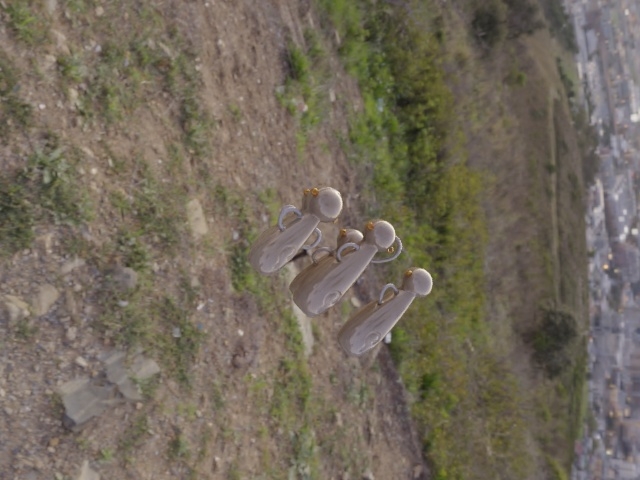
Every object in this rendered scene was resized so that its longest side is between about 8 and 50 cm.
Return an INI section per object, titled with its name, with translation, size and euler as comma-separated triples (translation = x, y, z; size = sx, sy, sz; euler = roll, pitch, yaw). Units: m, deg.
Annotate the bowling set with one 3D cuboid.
[bowling set]
translation = 0.000, 0.000, 0.871
size = 0.154, 0.200, 0.287
euler = -43, 136, -1
